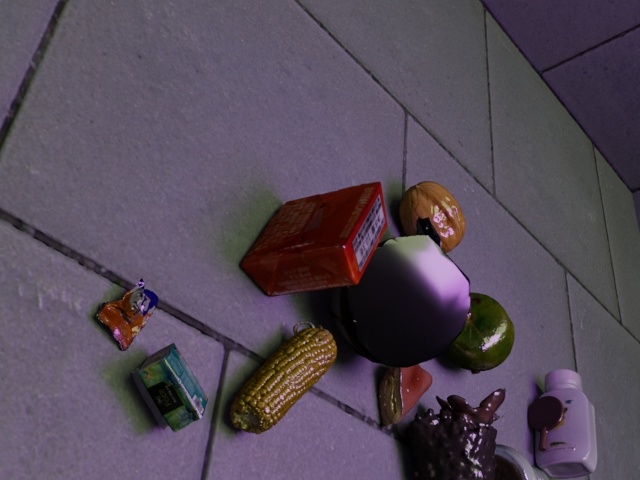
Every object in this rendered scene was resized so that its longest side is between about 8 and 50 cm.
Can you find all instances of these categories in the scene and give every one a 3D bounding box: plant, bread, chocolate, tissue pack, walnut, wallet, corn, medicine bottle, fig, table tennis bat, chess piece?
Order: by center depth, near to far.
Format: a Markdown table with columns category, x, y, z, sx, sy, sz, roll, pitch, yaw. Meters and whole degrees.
| category | x | y | z | sx | sy | sz | roll | pitch | yaw |
| --- | --- | --- | --- | --- | --- | --- | --- | --- | --- |
| tissue pack | -0.237 | 0.232 | 1.195 | 0.111 | 0.079 | 0.085 | 61 | 3 | -8 |
| corn | -0.061 | 0.245 | 1.393 | 0.106 | 0.106 | 0.293 | 61 | 34 | -7 |
| chocolate | 0.000 | 0.000 | 1.508 | 0.108 | 0.235 | 0.237 | 64 | 33 | -24 |
| chocolate | 0.146 | 0.119 | 1.626 | 0.284 | 0.186 | 0.283 | -1 | 95 | -17 |
| plant | 0.292 | 0.437 | 1.677 | 0.178 | 0.204 | 0.233 | 26 | 62 | -55 |
| bread | 0.181 | 0.318 | 1.701 | 0.192 | 0.067 | 0.119 | -25 | 100 | -54 |
| chess piece | 0.449 | 0.586 | 1.821 | 0.299 | 0.195 | 0.194 | 27 | 50 | -54 |
| wallet | 0.258 | 0.067 | 1.838 | 0.167 | 0.036 | 0.222 | -101 | -174 | -67 |
| fig | 0.385 | 0.255 | 1.966 | 0.235 | 0.203 | 0.203 | 87 | 6 | -57 |
| walnut | 0.288 | -0.058 | 1.990 | 0.206 | 0.159 | 0.159 | 58 | 35 | -21 |
| table tennis bat | 0.597 | 0.478 | 2.130 | 0.119 | 0.108 | 0.169 | 45 | 44 | -30 |
| medicine bottle | 0.694 | 0.517 | 2.187 | 0.111 | 0.161 | 0.296 | 48 | 40 | -31 |

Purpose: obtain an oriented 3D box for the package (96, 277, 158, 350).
| category | x | y | z | sx | sy | sz | roll | pitch | yaw |
| --- | --- | --- | --- | --- | --- | --- | --- | --- | --- |
| package | -0.301 | 0.110 | 1.213 | 0.110 | 0.033 | 0.077 | -54 | 139 | -37 |
